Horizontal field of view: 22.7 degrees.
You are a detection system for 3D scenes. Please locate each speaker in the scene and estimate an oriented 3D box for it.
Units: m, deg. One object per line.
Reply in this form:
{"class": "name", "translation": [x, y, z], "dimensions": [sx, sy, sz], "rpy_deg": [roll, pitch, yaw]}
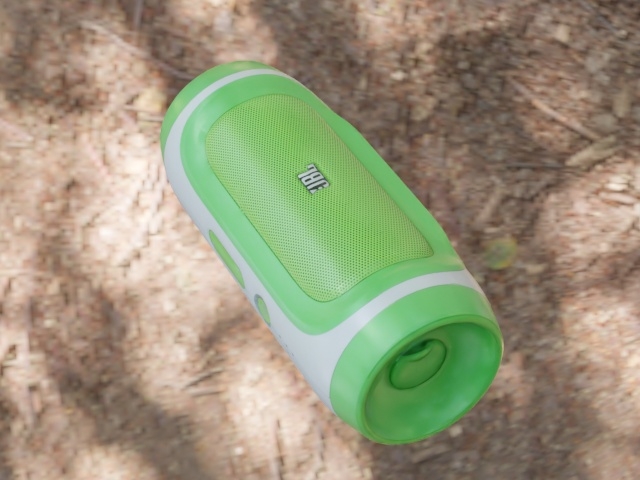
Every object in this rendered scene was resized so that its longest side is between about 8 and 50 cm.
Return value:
{"class": "speaker", "translation": [0.000, 0.000, 1.081], "dimensions": [0.131, 0.131, 0.296], "rpy_deg": [-56, 46, 19]}
